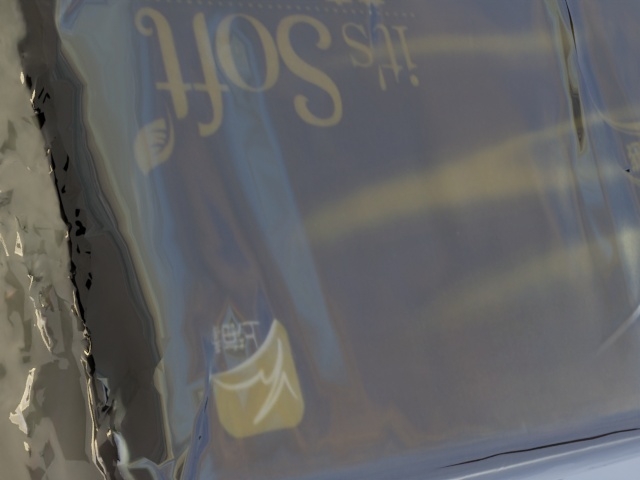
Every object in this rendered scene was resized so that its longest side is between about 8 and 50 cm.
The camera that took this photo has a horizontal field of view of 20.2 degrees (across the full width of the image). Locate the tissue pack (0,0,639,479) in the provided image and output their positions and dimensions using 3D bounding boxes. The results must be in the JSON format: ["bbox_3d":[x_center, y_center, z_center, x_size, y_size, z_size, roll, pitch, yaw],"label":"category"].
[{"bbox_3d":[0.000,0.000,0.614,0.210,0.370,0.198,-26,-105,44],"label":"tissue pack"}]
